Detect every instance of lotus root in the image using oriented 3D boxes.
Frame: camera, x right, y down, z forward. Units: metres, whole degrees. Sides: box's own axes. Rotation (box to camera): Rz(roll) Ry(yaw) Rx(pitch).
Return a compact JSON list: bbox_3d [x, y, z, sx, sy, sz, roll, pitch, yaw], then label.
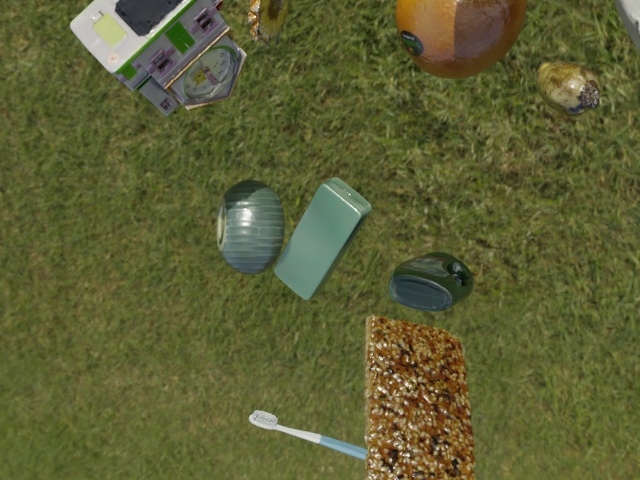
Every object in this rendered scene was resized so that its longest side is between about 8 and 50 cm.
[{"bbox_3d":[0.614,-0.387,1.630,0.138,0.214,0.138,-8,124,-11],"label":"lotus root"}]

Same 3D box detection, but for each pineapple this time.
[{"bbox_3d":[-0.127,-0.585,1.623,0.047,0.221,0.221,20,130,14],"label":"pineapple"}]

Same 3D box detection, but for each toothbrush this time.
[{"bbox_3d":[0.018,0.320,1.033,0.275,0.019,0.025,22,128,-10],"label":"toothbrush"}]

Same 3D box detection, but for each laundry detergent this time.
[{"bbox_3d":[0.210,0.065,1.160,0.137,0.211,0.063,10,107,26],"label":"laundry detergent"}]

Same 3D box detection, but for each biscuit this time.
[{"bbox_3d":[0.109,0.186,0.720,0.131,0.231,0.025,14,138,-14],"label":"biscuit"}]

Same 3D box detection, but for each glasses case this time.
[{"bbox_3d":[0.000,0.000,0.956,0.077,0.039,0.184,40,125,13],"label":"glasses case"}]

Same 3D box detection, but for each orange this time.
[{"bbox_3d":[0.208,-0.339,0.965,0.206,0.206,0.206,9,128,12],"label":"orange"}]

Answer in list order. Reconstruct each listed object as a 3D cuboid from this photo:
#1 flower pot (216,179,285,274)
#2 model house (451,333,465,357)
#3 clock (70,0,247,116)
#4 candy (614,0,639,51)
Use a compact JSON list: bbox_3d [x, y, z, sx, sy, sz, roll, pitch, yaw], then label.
[{"bbox_3d":[-0.182,-0.034,1.668,0.157,0.243,0.189,4,174,-20],"label":"flower pot"},{"bbox_3d":[0.210,0.185,1.094,0.057,0.083,0.058,-23,127,33],"label":"model house"},{"bbox_3d":[-0.258,-0.354,1.206,0.235,0.309,0.166,-43,73,1],"label":"clock"},{"bbox_3d":[0.577,-0.347,0.823,0.427,0.186,0.386,43,145,3],"label":"candy"}]
